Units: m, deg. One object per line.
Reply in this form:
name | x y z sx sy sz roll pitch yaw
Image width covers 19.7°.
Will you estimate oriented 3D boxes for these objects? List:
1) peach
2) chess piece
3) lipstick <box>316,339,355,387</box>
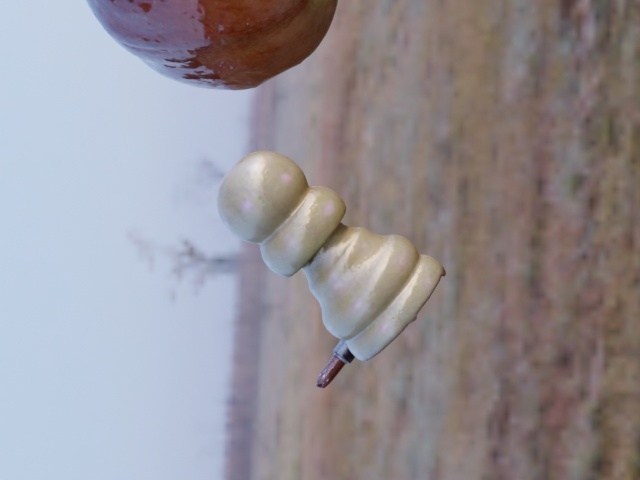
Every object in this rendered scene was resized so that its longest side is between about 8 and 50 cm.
peach | -0.113 -0.246 1.587 0.232 0.256 0.232 -4 -90 -73
chess piece | 0.000 0.000 1.365 0.094 0.170 0.094 -47 6 7
lipstick | 0.031 0.083 1.575 0.107 0.025 0.025 -52 -27 -5
